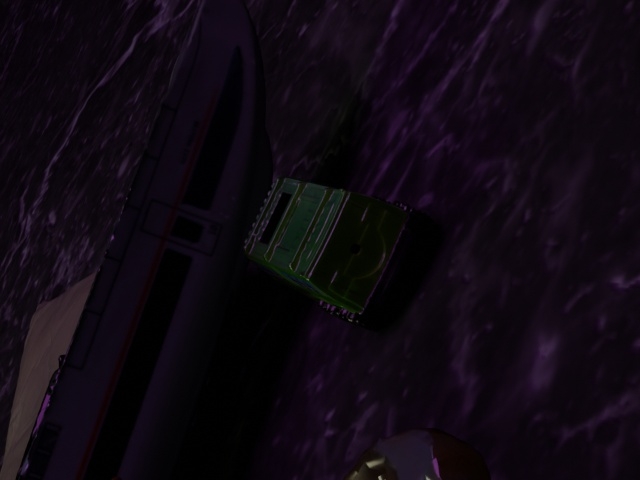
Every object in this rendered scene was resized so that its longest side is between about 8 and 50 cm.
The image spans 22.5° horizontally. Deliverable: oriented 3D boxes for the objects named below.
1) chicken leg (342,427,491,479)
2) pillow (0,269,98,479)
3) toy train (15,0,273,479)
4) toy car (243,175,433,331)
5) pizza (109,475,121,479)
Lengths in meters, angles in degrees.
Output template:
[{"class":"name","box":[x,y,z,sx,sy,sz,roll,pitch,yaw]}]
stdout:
[{"class":"chicken leg","box":[0.077,0.246,0.330,0.429,0.153,0.201,-98,17,-46]},{"class":"pillow","box":[-0.163,0.142,1.099,0.274,0.076,0.281,-28,45,55]},{"class":"toy train","box":[-0.092,0.023,0.967,0.086,0.088,0.407,117,171,-67]},{"class":"toy car","box":[0.000,0.000,0.916,0.071,0.062,0.165,-63,21,-3]},{"class":"pizza","box":[-0.108,0.256,0.754,0.409,0.114,0.277,-44,30,49]}]
